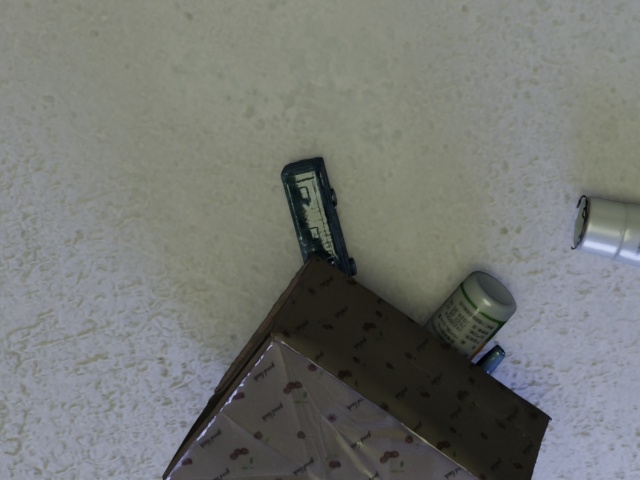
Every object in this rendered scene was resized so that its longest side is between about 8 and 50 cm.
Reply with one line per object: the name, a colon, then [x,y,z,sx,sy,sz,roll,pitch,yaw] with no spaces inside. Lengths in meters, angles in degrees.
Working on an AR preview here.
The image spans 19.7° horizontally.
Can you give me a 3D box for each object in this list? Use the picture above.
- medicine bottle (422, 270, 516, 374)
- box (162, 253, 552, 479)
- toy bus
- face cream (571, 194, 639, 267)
medicine bottle: [0.124,0.134,1.900,0.092,0.061,0.220,32,115,-19]
box: [0.039,0.205,1.812,0.297,0.190,0.225,34,119,-4]
toy bus: [0.000,0.000,1.873,0.047,0.065,0.165,-13,103,10]
face cream: [0.373,0.008,1.842,0.244,0.058,0.092,12,102,-3]
